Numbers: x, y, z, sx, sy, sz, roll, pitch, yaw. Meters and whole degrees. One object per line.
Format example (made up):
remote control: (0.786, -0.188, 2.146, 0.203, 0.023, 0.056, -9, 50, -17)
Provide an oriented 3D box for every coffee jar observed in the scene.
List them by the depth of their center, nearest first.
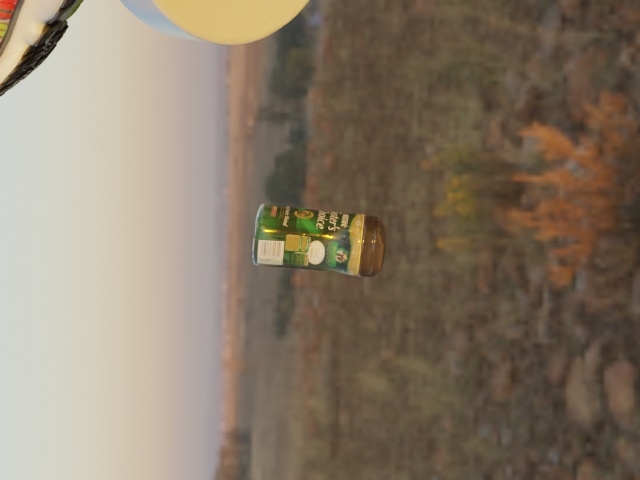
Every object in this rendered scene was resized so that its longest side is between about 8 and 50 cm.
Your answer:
coffee jar: (0.000, 0.000, 2.075, 0.096, 0.184, 0.079, -84, 1, -68)

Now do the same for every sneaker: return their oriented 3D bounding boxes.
sneaker: (-0.269, -0.204, 1.234, 0.279, 0.118, 0.107, -46, 4, 30)

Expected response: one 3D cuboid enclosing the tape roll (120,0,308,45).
tape roll: (-0.117, -0.428, 1.769, 0.392, 0.072, 0.391, -18, -66, -46)
